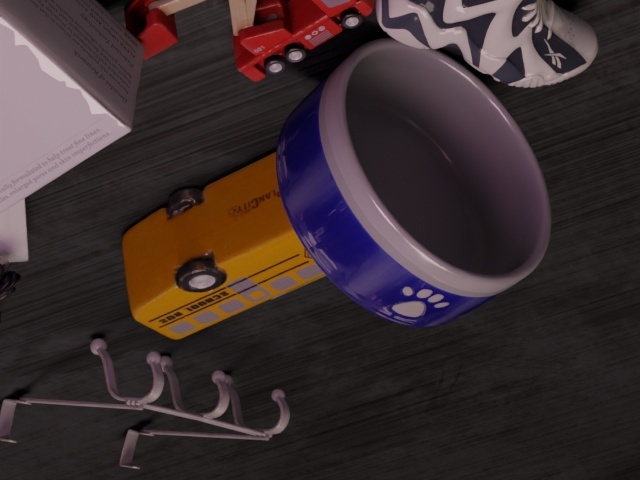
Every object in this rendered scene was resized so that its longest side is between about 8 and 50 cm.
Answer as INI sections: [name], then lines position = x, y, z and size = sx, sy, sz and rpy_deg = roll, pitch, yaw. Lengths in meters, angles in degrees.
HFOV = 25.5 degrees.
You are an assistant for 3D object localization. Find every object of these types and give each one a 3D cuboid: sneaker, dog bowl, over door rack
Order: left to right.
[over door rack]
position = -0.235, 0.211, 1.848
size = 0.324, 0.108, 0.239
rpy_deg = -18, 151, 40
[dog bowl]
position = 0.091, -0.055, 1.346
size = 0.265, 0.265, 0.104
rpy_deg = 14, 143, -35
[sneaker]
position = 0.182, -0.223, 1.265
size = 0.235, 0.094, 0.153
rpy_deg = 17, 149, -23

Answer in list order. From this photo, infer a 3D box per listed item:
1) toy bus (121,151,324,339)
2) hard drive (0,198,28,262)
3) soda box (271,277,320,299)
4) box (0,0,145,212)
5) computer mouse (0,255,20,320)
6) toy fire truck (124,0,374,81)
[toy bus]
position = -0.059, -0.010, 1.521
size = 0.332, 0.108, 0.130
rpy_deg = -24, 147, 21
[hard drive]
position = -0.472, -0.041, 1.398
size = 0.353, 0.047, 0.233
rpy_deg = -4, 149, -12
[soda box]
position = 0.000, 0.000, 1.602
size = 0.181, 0.061, 0.058
rpy_deg = -24, 146, 21
[box]
position = -0.275, -0.142, 1.186
size = 0.181, 0.119, 0.182
rpy_deg = -28, 128, 26
[computer mouse]
position = -0.412, 0.096, 1.548
size = 0.188, 0.072, 0.272
rpy_deg = -49, -176, -12
[toy fire truck]
position = -0.063, -0.206, 1.261
size = 0.192, 0.047, 0.135
rpy_deg = -28, 144, 24
